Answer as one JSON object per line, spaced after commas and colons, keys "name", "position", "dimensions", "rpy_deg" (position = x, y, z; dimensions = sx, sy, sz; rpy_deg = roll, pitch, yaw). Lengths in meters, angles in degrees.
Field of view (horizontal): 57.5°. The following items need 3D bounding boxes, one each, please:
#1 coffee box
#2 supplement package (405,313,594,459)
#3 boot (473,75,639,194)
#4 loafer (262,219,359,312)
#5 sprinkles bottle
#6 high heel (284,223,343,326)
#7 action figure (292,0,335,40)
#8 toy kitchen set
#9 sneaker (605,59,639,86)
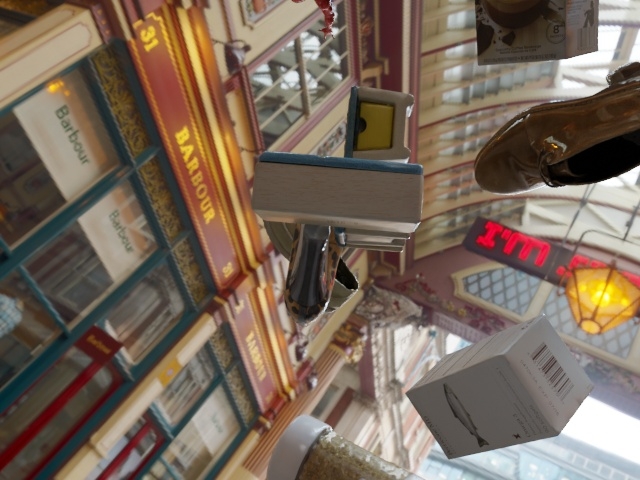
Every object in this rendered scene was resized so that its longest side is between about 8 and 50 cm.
{"name": "coffee box", "position": [0.347, -0.447, 0.945], "dimensions": [0.168, 0.118, 0.298], "rpy_deg": [14, -61, 48]}
{"name": "supplement package", "position": [0.212, 0.182, 0.712], "dimensions": [0.105, 0.105, 0.179], "rpy_deg": [56, -40, 7]}
{"name": "boot", "position": [0.303, -0.113, 0.755], "dimensions": [0.112, 0.115, 0.305], "rpy_deg": [52, -32, -11]}
{"name": "loafer", "position": [-0.012, 0.011, 1.092], "dimensions": [0.092, 0.102, 0.269], "rpy_deg": [-23, -68, 27]}
{"name": "sprinkles bottle", "position": [0.098, 0.376, 0.818], "dimensions": [0.355, 0.121, 0.121], "rpy_deg": [21, -37, 24]}
{"name": "high heel", "position": [0.000, 0.000, 0.904], "dimensions": [0.093, 0.261, 0.186], "rpy_deg": [14, -54, 5]}
{"name": "action figure", "position": [0.084, -0.453, 1.073], "dimensions": [0.280, 0.092, 0.139], "rpy_deg": [-6, -8, 3]}
{"name": "toy kitchen set", "position": [0.024, -0.084, 0.519], "dimensions": [0.122, 0.166, 0.207], "rpy_deg": [5, -7, 4]}
{"name": "sneaker", "position": [0.542, -0.273, 1.007], "dimensions": [0.071, 0.188, 0.066], "rpy_deg": [-25, -88, 26]}
